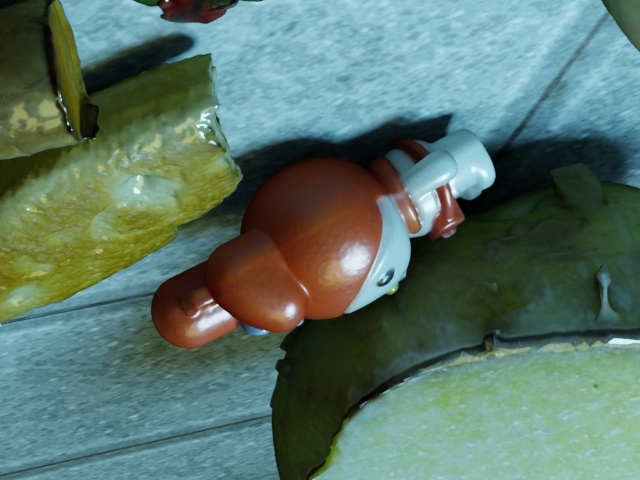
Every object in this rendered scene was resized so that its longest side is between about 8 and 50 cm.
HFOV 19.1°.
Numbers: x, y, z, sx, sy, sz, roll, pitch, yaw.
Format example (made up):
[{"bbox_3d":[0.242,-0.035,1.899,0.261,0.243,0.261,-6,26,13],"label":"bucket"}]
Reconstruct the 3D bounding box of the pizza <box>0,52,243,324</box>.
[{"bbox_3d":[-0.169,-0.029,1.367,0.182,0.074,0.365,0,154,-37],"label":"pizza"}]

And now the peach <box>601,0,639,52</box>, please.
[{"bbox_3d":[0.273,-0.197,1.024,0.292,0.247,0.292,-21,148,-14],"label":"peach"}]

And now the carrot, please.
[{"bbox_3d":[-0.266,-0.071,1.131,0.263,0.102,0.102,-16,161,2],"label":"carrot"}]

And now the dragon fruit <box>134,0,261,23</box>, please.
[{"bbox_3d":[-0.059,-0.189,0.872,0.182,0.182,0.188,-12,-161,-18],"label":"dragon fruit"}]

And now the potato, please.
[{"bbox_3d":[0.165,0.100,1.699,0.442,0.319,0.385,-16,135,9],"label":"potato"}]

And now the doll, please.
[{"bbox_3d":[0.000,0.000,1.507,0.290,0.130,0.161,-29,177,-15],"label":"doll"}]
